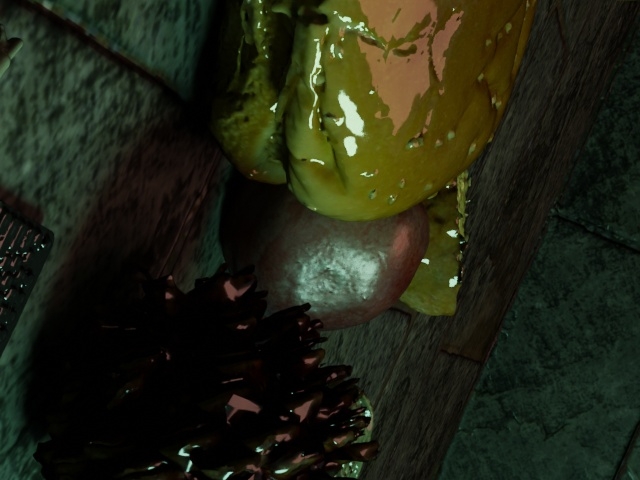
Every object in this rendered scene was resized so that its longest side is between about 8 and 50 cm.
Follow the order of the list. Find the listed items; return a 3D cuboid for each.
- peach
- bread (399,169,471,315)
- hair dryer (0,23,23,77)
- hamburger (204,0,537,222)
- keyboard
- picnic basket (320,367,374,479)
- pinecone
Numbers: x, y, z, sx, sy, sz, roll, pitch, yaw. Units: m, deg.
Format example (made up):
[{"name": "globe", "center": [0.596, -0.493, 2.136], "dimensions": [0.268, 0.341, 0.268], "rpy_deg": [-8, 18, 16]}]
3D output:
[{"name": "peach", "center": [0.000, 0.000, 1.031], "dimensions": [0.152, 0.152, 0.152], "rpy_deg": [-58, 163, -29]}, {"name": "bread", "center": [0.067, -0.072, 1.145], "dimensions": [0.129, 0.134, 0.260], "rpy_deg": [-35, 131, -81]}, {"name": "hair dryer", "center": [-0.178, -0.042, 0.517], "dimensions": [0.237, 0.075, 0.206], "rpy_deg": [-60, 160, -50]}, {"name": "hamburger", "center": [0.045, -0.161, 0.873], "dimensions": [0.314, 0.170, 0.289], "rpy_deg": [-46, 149, -50]}, {"name": "keyboard", "center": [-0.206, 0.099, 0.690], "dimensions": [0.250, 0.017, 0.087], "rpy_deg": [-65, 164, -9]}, {"name": "picnic basket", "center": [-0.059, 0.181, 1.060], "dimensions": [0.196, 0.154, 0.134], "rpy_deg": [-35, 146, -62]}, {"name": "pinecone", "center": [-0.069, 0.115, 0.841], "dimensions": [0.221, 0.221, 0.221], "rpy_deg": [-58, 163, -29]}]
